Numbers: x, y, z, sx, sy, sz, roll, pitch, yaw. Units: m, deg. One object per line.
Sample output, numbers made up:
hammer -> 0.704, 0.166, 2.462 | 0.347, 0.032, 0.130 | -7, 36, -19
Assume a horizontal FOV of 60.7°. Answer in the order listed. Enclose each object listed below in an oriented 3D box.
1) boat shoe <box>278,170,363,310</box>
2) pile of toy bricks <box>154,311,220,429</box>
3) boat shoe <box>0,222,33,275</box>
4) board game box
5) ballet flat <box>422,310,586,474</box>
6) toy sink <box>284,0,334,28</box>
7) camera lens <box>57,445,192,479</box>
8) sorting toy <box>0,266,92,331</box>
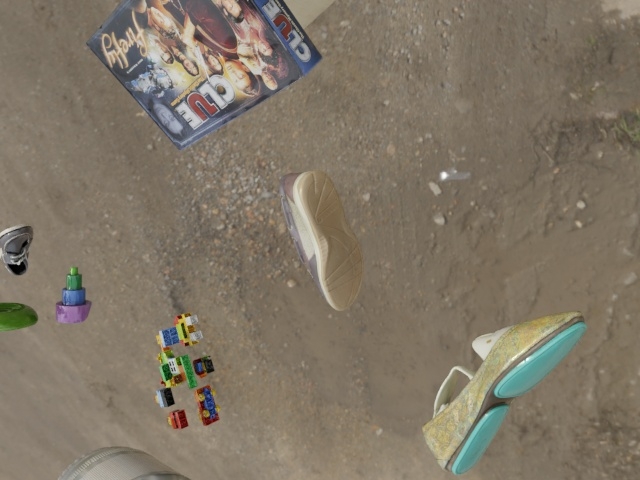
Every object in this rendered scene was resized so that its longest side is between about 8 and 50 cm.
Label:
boat shoe -> 0.000, 0.000, 0.995 | 0.092, 0.103, 0.285 | 18, 138, 47
pile of toy bricks -> -0.275, 0.255, 1.044 | 0.105, 0.118, 0.212 | -20, 84, 46
boat shoe -> -0.661, 0.022, 1.202 | 0.206, 0.075, 0.065 | -35, 83, 53
board game box -> -0.135, -0.207, 0.594 | 0.243, 0.042, 0.165 | -16, 122, 45
ballet flat -> 0.267, 0.219, 0.863 | 0.123, 0.123, 0.348 | 24, 115, -6
toy sink -> -0.080, -0.503, 0.926 | 0.131, 0.153, 0.234 | -38, 78, 14
camera lens -> -0.331, 0.486, 0.939 | 0.274, 0.219, 0.219 | -5, 131, 50
sorting toy -> -0.606, 0.094, 0.985 | 0.365, 0.127, 0.126 | -1, 97, -33
